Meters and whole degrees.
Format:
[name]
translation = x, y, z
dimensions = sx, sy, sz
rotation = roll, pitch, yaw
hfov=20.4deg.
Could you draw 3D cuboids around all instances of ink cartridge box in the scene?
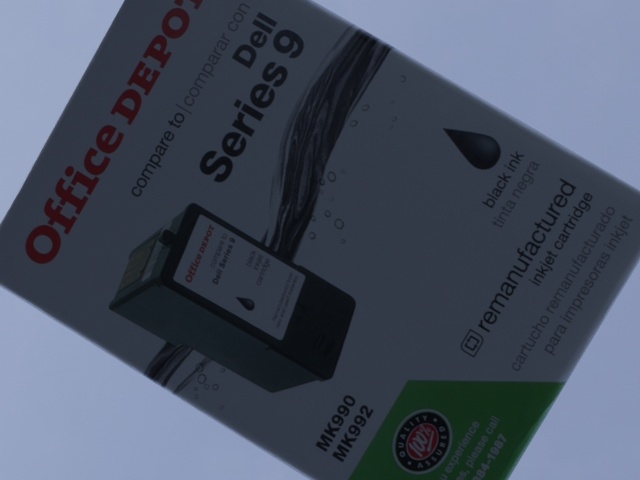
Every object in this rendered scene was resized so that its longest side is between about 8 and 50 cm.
[ink cartridge box]
translation = 0.000, 0.000, 0.924
dimensions = 0.289, 0.121, 0.211
rotation = 30, -86, 6
